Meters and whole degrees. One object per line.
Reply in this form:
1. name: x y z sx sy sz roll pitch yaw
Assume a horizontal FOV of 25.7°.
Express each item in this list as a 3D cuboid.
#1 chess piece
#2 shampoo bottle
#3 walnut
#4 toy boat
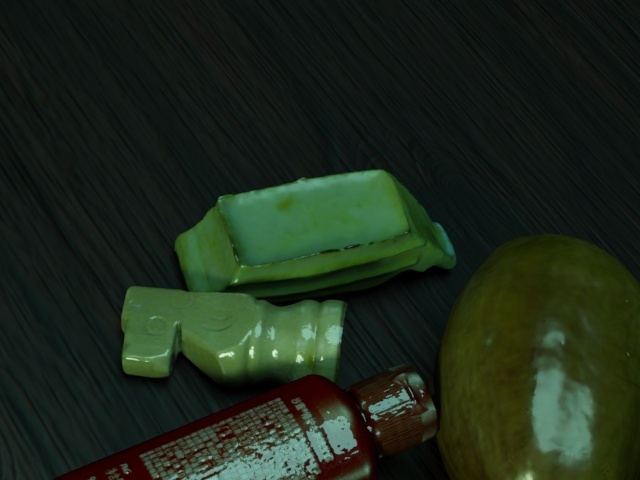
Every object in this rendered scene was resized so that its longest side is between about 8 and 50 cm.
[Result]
1. chess piece: -0.080 0.088 1.252 0.200 0.090 0.090 6 49 2
2. shampoo bottle: -0.055 0.187 1.144 0.314 0.076 0.118 -21 56 -21
3. walnut: 0.191 0.144 1.196 0.208 0.209 0.336 17 47 -2
4. toy boat: 0.002 -0.004 1.341 0.276 0.084 0.111 -7 51 -20
